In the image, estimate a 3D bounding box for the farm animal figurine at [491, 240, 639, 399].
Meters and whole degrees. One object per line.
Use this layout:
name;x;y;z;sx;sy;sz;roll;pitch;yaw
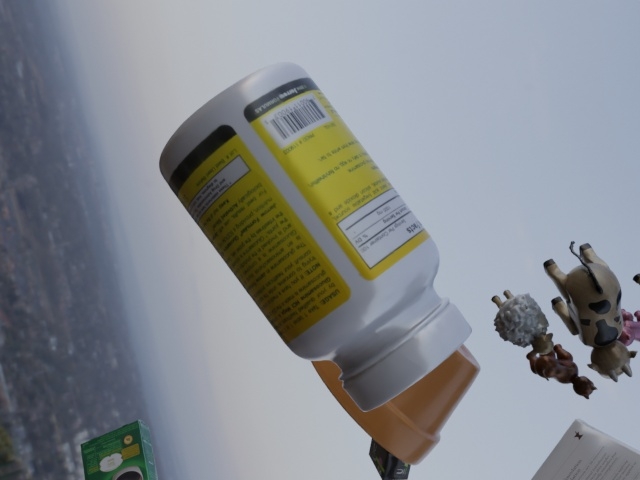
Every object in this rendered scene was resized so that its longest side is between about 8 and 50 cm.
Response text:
farm animal figurine;0.502;0.142;1.503;0.327;0.330;0.172;46;11;-36

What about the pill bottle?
pill bottle;0.000;0.000;0.899;0.334;0.188;0.188;54;-16;4

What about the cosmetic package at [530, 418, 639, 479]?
cosmetic package;0.100;0.210;0.416;0.060;0.239;0.099;43;-9;-28

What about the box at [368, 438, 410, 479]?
box;0.128;0.388;1.589;0.083;0.052;0.062;-125;-140;-65

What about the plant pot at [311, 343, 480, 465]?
plant pot;0.149;0.228;1.573;0.291;0.203;0.291;45;8;-8

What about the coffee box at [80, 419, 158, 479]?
coffee box;-0.318;0.394;1.399;0.040;0.113;0.184;61;7;-54
